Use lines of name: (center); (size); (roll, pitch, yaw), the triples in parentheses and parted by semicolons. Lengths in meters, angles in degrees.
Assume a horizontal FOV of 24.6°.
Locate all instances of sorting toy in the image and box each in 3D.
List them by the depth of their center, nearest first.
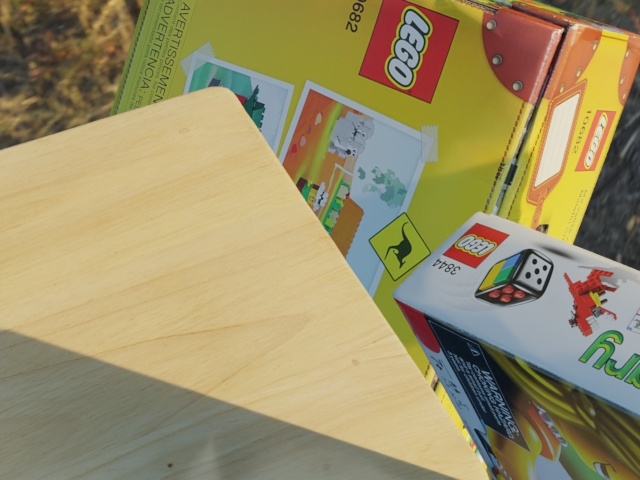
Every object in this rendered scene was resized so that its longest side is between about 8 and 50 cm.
sorting toy: (-0.103, 0.078, 0.669); (0.255, 0.257, 0.089); (57, 154, 29)

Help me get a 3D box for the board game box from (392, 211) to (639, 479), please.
board game box: (0.157, 0.137, 0.516); (0.193, 0.053, 0.305); (25, 151, 51)

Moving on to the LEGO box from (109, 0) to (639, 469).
LEGO box: (0.000, 0.000, 1.253); (0.372, 0.193, 0.500); (26, 105, 26)
